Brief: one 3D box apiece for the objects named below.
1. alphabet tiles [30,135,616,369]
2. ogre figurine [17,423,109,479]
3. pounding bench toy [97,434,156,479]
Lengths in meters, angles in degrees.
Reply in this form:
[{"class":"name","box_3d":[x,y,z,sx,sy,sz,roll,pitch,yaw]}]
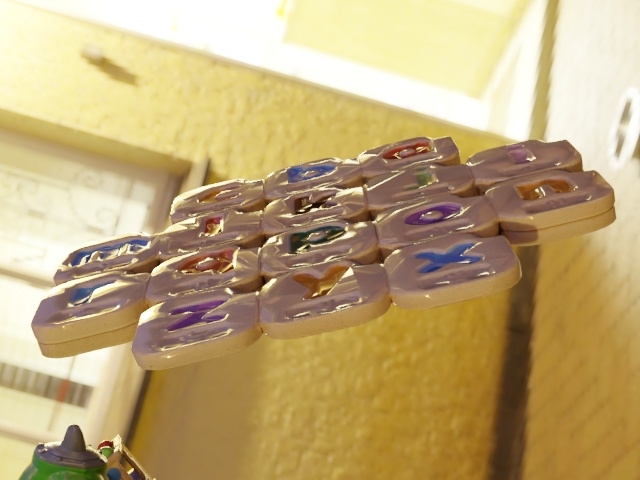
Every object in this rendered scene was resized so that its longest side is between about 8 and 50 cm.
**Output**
[{"class":"alphabet tiles","box_3d":[0.000,0.000,0.699,0.278,0.284,0.021,-99,-5,-73]},{"class":"ogre figurine","box_3d":[-0.116,0.163,0.569,0.197,0.097,0.118,99,160,-50]},{"class":"pounding bench toy","box_3d":[-0.178,0.212,1.179,0.052,0.065,0.083,-38,11,-2]}]
